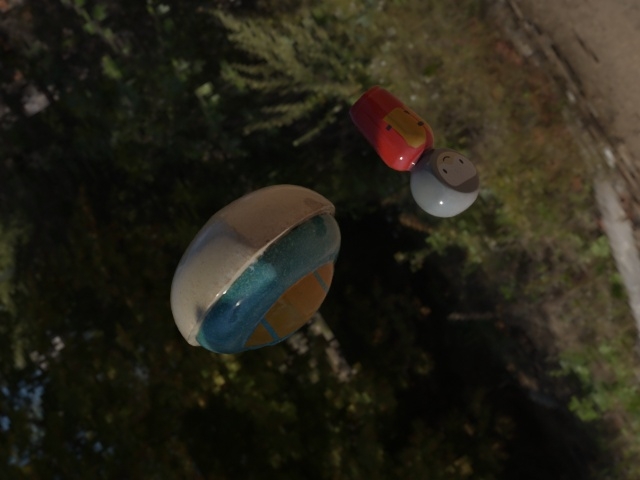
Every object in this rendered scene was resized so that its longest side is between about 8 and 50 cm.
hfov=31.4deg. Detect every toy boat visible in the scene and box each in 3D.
[{"bbox_3d":[0.000,0.000,1.098,0.148,0.318,0.267,47,177,8],"label":"toy boat"}]
